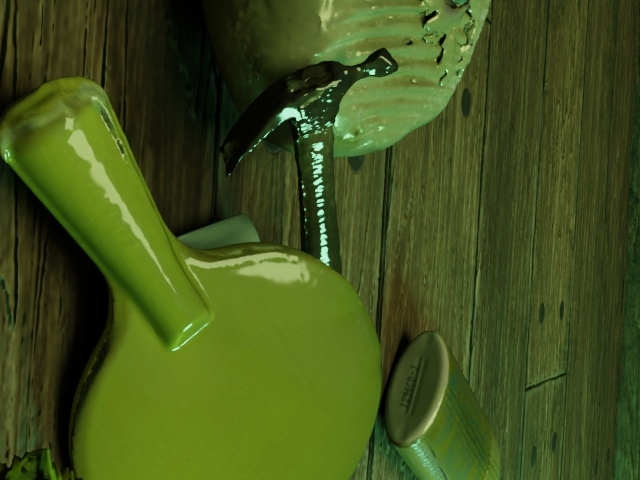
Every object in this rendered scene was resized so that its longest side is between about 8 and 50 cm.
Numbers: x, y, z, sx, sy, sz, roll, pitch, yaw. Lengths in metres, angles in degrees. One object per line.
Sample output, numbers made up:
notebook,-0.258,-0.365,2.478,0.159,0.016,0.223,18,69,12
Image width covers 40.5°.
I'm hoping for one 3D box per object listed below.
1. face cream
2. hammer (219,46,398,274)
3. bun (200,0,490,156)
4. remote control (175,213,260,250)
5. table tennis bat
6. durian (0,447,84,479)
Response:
face cream,0.152,0.234,1.018,0.285,0.067,0.139,58,45,-46
hammer,0.001,0.000,0.623,0.125,0.027,0.297,-23,141,-16
bun,0.020,-0.193,0.635,0.273,0.168,0.272,-28,126,-47
remote control,-0.062,0.131,0.629,0.103,0.051,0.293,-26,117,-59
table tennis bat,-0.080,0.064,0.537,0.224,0.054,0.368,-41,125,-20
durian,-0.160,0.190,0.414,0.137,0.095,0.220,-20,118,-21
